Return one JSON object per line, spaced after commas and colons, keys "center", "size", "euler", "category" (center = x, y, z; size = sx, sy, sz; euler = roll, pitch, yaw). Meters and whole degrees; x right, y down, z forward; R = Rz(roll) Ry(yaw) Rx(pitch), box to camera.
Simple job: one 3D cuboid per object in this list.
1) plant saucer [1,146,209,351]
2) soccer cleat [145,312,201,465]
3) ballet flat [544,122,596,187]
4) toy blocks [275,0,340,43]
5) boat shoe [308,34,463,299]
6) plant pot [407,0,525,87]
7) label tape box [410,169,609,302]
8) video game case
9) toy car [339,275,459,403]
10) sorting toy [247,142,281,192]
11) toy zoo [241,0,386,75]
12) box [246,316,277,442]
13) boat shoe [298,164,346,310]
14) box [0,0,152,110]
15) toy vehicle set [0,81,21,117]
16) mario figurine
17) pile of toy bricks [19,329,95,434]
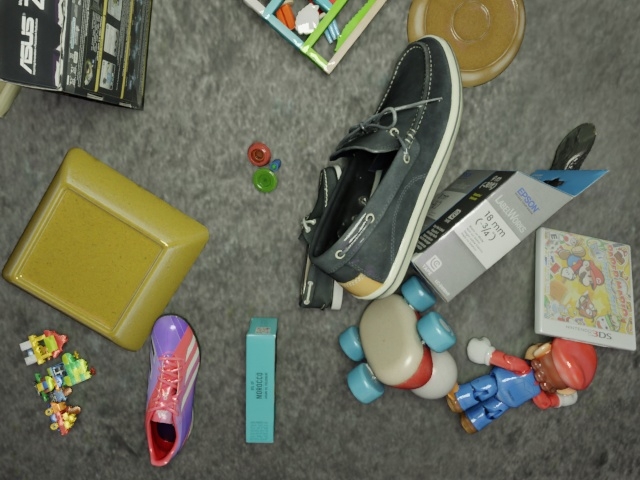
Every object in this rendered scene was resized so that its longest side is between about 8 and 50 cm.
{"center": [-0.454, 0.035, 0.902], "size": [0.332, 0.081, 0.333], "euler": [33, 98, -7], "category": "plant saucer"}
{"center": [-0.322, 0.317, 0.942], "size": [0.108, 0.116, 0.319], "euler": [5, 101, -3], "category": "soccer cleat"}
{"center": [0.514, -0.161, 0.915], "size": [0.057, 0.049, 0.173], "euler": [31, 100, 36], "category": "ballet flat"}
{"center": [-0.033, -0.436, 0.833], "size": [0.123, 0.054, 0.148], "euler": [-24, 101, 2], "category": "toy blocks"}
{"center": [0.111, -0.150, 0.767], "size": [0.156, 0.186, 0.501], "euler": [23, 80, -25], "category": "boat shoe"}
{"center": [0.288, -0.422, 0.857], "size": [0.236, 0.032, 0.237], "euler": [0, 101, -1], "category": "plant pot"}
{"center": [0.301, -0.057, 0.824], "size": [0.333, 0.240, 0.106], "euler": [-42, 98, 6], "category": "label tape box"}
{"center": [0.549, 0.098, 0.918], "size": [0.206, 0.026, 0.227], "euler": [11, 72, -4], "category": "video game case"}
{"center": [0.202, 0.241, 0.921], "size": [0.219, 0.210, 0.238], "euler": [-42, 119, 18], "category": "toy car"}
{"center": [-0.110, -0.153, 0.899], "size": [0.061, 0.042, 0.102], "euler": [-5, 114, 15], "category": "sorting toy"}
{"center": [-0.038, -0.467, 0.782], "size": [0.293, 0.030, 0.192], "euler": [39, 97, -10], "category": "toy zoo"}
{"center": [-0.126, 0.298, 0.953], "size": [0.060, 0.100, 0.245], "euler": [2, 102, -3], "category": "box"}
{"center": [0.000, 0.000, 0.891], "size": [0.091, 0.114, 0.303], "euler": [0, 100, -6], "category": "boat shoe"}
{"center": [-0.354, -0.422, 0.693], "size": [0.097, 0.318, 0.395], "euler": [9, 102, -3], "category": "box"}
{"center": [-0.620, -0.393, 0.834], "size": [0.166, 0.035, 0.267], "euler": [36, 98, -8], "category": "toy vehicle set"}
{"center": [0.441, 0.296, 0.980], "size": [0.320, 0.170, 0.198], "euler": [-30, 137, 15], "category": "mario figurine"}
{"center": [-0.546, 0.294, 0.952], "size": [0.105, 0.118, 0.212], "euler": [-21, 85, -25], "category": "pile of toy bricks"}
